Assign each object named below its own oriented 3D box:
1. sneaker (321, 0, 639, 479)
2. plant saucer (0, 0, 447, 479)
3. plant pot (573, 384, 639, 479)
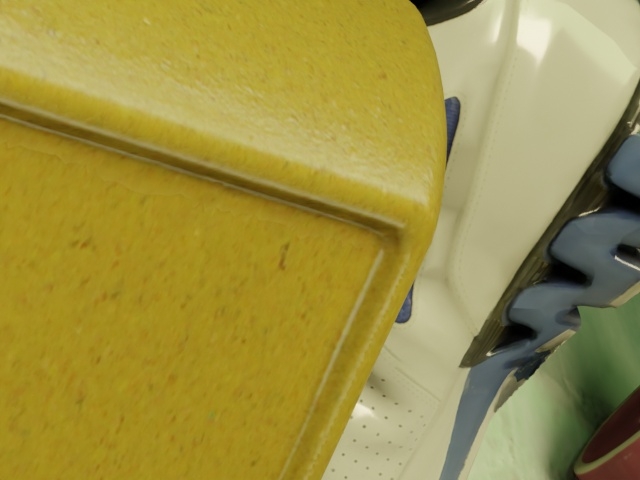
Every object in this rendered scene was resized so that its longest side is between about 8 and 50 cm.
[{"bbox_3d":[0.001,-0.001,0.707,0.182,0.315,0.127,34,15,-14],"label":"sneaker"},{"bbox_3d":[-0.109,0.061,0.490,0.332,0.081,0.333,16,101,-49],"label":"plant saucer"},{"bbox_3d":[0.243,0.146,1.033,0.180,0.201,0.201,47,34,1],"label":"plant pot"}]
